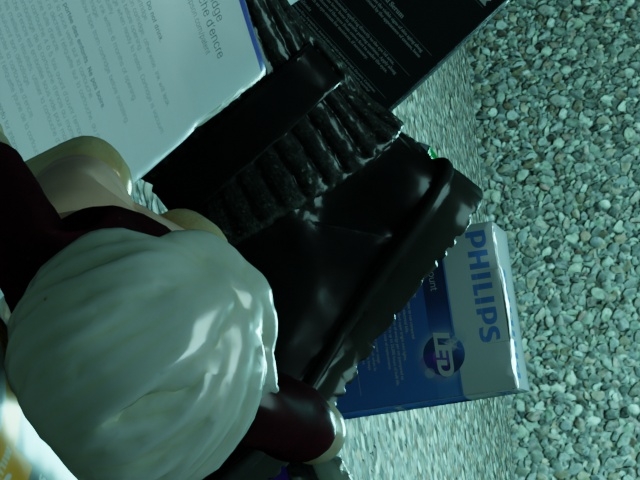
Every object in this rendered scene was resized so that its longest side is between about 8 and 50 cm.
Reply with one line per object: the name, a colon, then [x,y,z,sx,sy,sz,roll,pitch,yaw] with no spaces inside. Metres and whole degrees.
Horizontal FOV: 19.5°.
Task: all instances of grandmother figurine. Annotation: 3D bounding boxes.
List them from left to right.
grandmother figurine: [-0.075,0.028,0.742,0.104,0.208,0.342,-61,-172,3]

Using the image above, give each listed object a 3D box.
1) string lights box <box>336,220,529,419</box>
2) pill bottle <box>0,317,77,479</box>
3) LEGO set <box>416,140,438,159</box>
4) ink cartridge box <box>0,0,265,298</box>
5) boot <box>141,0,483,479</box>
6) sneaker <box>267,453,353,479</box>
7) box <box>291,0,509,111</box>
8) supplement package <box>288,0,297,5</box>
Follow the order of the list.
string lights box: [0.024,0.073,1.466,0.077,0.260,0.133,28,54,-75]
pill bottle: [-0.163,0.127,0.806,0.278,0.162,0.162,61,23,-56]
LEGO set: [0.000,0.000,1.753,0.255,0.192,0.331,-70,163,1]
ink cartridge box: [-0.172,-0.144,0.929,0.307,0.072,0.303,-47,129,-45]
boot: [-0.082,0.002,1.294,0.260,0.348,0.131,40,-10,-14]
sneaker: [-0.001,0.308,1.427,0.102,0.146,0.293,71,-3,-65]
box: [0.009,-0.238,1.567,0.261,0.184,0.103,48,16,-1]
supplement package: [-0.101,-0.265,1.419,0.203,0.149,0.194,-55,134,-73]
